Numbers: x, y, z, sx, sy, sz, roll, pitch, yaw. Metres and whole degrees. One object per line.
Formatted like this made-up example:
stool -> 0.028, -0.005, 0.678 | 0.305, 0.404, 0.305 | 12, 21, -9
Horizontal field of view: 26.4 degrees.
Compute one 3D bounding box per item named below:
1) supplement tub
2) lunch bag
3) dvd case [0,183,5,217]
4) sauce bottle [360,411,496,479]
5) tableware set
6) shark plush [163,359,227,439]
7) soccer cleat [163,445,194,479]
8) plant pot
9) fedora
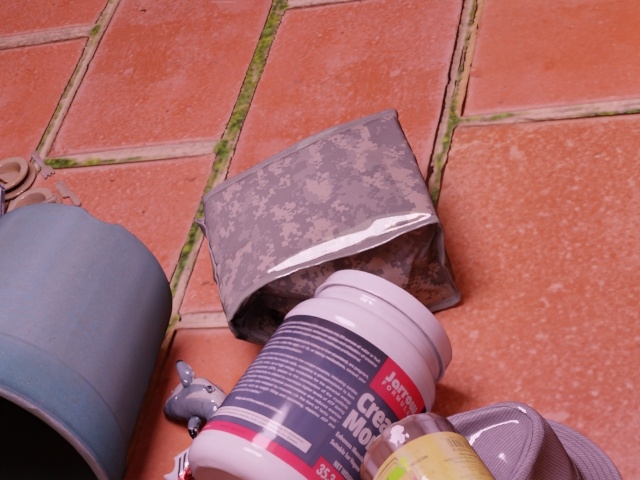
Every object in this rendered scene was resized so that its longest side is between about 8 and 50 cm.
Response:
supplement tub -> 0.004, 0.185, 1.467 | 0.191, 0.191, 0.272 | 16, 56, 36
lunch bag -> 0.000, 0.000, 1.674 | 0.287, 0.169, 0.235 | -18, 42, 1
dvd case -> -0.507, -0.020, 2.017 | 0.087, 0.013, 0.119 | -19, 53, 21
sauce bottle -> 0.149, 0.295, 1.178 | 0.111, 0.111, 0.344 | -30, 42, -6
tableware set -> -0.457, -0.075, 2.055 | 0.128, 0.039, 0.194 | -35, 43, -11
shark plush -> -0.133, 0.207, 1.605 | 0.067, 0.073, 0.161 | -53, 42, -5
soccer cleat -> -0.151, 0.253, 1.593 | 0.035, 0.029, 0.083 | 18, 61, 30
plant pot -> -0.340, 0.153, 1.585 | 0.341, 0.341, 0.334 | -4, 38, 22
fedora -> 0.163, 0.254, 1.375 | 0.275, 0.124, 0.244 | -35, 44, -11
